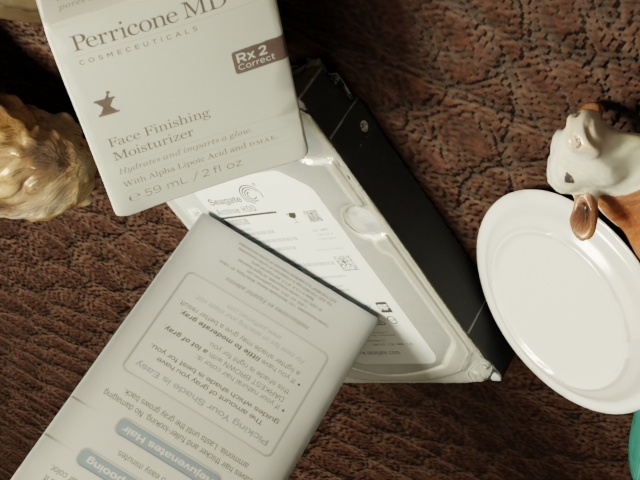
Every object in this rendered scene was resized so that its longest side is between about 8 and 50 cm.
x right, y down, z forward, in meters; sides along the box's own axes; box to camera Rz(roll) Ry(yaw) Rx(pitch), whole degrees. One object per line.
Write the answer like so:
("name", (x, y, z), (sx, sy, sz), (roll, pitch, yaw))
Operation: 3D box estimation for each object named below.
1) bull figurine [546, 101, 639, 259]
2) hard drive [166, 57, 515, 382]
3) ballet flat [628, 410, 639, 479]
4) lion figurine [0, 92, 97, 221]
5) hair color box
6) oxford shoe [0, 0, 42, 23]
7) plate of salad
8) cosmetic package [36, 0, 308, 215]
("bull figurine", (0.291, 0.005, 0.870), (0.188, 0.101, 0.310), (-14, 125, 47))
("hard drive", (0.000, 0.000, 1.142), (0.237, 0.064, 0.339), (-5, 131, 43))
("ballet flat", (0.298, 0.139, 1.090), (0.068, 0.072, 0.213), (-7, 138, 7))
("lion figurine", (-0.366, -0.176, 1.149), (0.240, 0.142, 0.392), (0, 132, 29))
("hair color box", (-0.122, 0.178, 1.072), (0.185, 0.374, 0.113), (31, 147, 2))
("oxford shoe", (-0.216, -0.219, 1.038), (0.227, 0.082, 0.096), (8, 165, 28))
("plate of salad", (0.204, 0.047, 1.026), (0.200, 0.048, 0.199), (37, 142, 36))
("cosmetic package", (-0.111, -0.147, 0.909), (0.183, 0.151, 0.151), (77, 172, -49))
